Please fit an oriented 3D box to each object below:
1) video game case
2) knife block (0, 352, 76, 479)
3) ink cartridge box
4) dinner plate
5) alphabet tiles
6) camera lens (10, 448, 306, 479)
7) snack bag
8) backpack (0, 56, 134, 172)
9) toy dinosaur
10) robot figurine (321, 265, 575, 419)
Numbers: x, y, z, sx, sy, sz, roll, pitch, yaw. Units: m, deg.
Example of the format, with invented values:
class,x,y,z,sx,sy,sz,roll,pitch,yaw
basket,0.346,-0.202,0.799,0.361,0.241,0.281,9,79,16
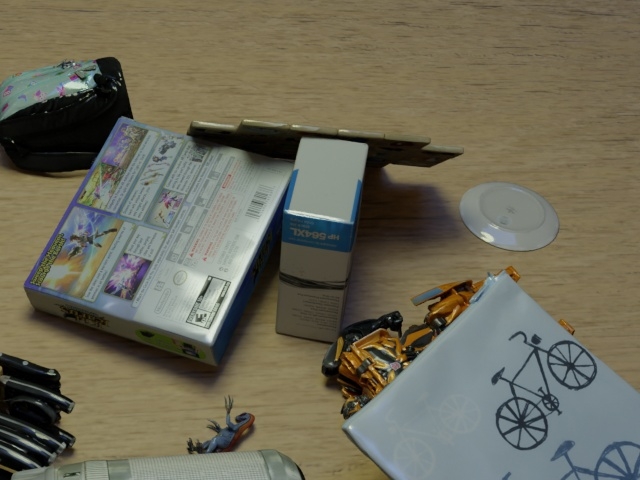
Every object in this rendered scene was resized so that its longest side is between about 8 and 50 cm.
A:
class,x,y,z,sx,sy,sz,roll,pitch,yaw
video game case,-0.186,-0.005,1.492,0.244,0.061,0.270,16,60,13
knife block,-0.404,0.186,1.293,0.275,0.088,0.242,-10,46,-21
ink cartridge box,0.000,0.000,1.483,0.085,0.203,0.148,9,43,2
dinner plate,0.263,-0.039,1.710,0.141,0.017,0.141,4,44,-4
alphabet tiles,-0.002,-0.123,1.599,0.342,0.285,0.011,5,86,-8
camera lens,-0.139,0.306,1.119,0.274,0.219,0.219,-2,44,-12
snack bag,0.225,0.231,1.333,0.342,0.037,0.323,43,55,10
backpack,-0.345,-0.168,1.655,0.182,0.152,0.115,-14,41,-7
toy dinosaur,-0.106,0.219,1.366,0.082,0.047,0.090,-8,79,-31
robot figurine,0.146,0.138,1.448,0.291,0.085,0.211,-22,53,-30
